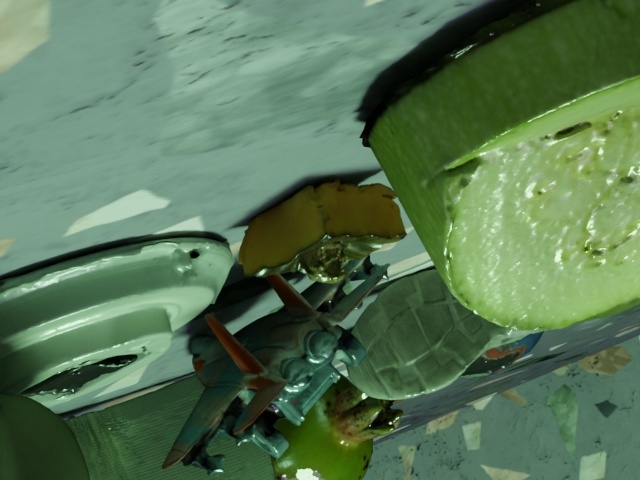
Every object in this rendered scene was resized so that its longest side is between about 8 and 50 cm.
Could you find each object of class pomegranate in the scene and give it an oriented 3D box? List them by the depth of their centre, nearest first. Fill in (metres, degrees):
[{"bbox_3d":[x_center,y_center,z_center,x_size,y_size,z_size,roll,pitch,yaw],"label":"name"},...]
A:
[{"bbox_3d":[-0.009,0.186,1.548,0.205,0.159,0.159,-27,168,37],"label":"pomegranate"}]

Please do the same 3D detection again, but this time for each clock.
[{"bbox_3d":[-0.159,0.065,0.966,0.237,0.053,0.236,-19,168,-4],"label":"clock"}]

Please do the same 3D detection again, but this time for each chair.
[{"bbox_3d":[-0.220,0.235,1.392,0.319,0.160,0.186,-13,161,-31],"label":"chair"}]

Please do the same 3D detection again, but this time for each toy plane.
[{"bbox_3d":[-0.046,0.094,1.166,0.223,0.104,0.326,-48,180,-17],"label":"toy plane"}]

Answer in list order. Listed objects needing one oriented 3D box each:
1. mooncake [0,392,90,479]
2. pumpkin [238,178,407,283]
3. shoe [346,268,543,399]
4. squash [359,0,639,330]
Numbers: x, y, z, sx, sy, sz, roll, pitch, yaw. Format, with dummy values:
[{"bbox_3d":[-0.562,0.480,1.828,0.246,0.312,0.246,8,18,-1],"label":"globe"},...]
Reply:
[{"bbox_3d":[-0.258,0.150,0.867,0.275,0.135,0.275,-2,162,-1],"label":"mooncake"},{"bbox_3d":[0.000,0.000,0.944,0.074,0.053,0.083,-4,165,-43],"label":"pumpkin"},{"bbox_3d":[0.117,0.078,1.389,0.228,0.099,0.125,-22,166,-18],"label":"shoe"},{"bbox_3d":[0.138,-0.052,0.795,0.220,0.133,0.220,-19,162,-6],"label":"squash"}]
